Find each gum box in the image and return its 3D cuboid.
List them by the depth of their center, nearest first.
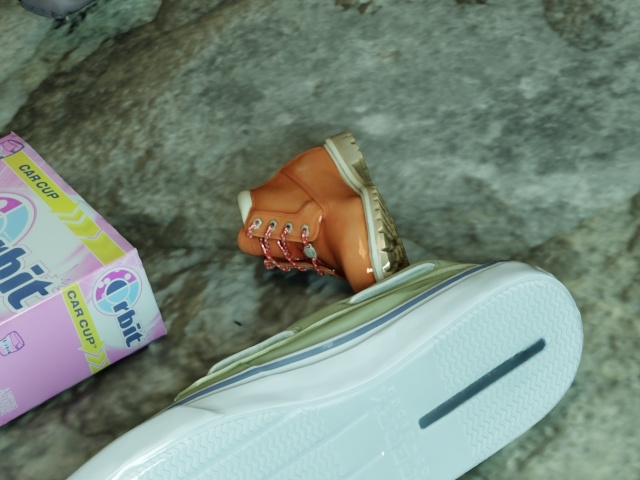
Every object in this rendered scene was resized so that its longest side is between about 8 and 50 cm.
[{"bbox_3d":[-0.181,0.015,1.083,0.107,0.062,0.188,-29,37,-17],"label":"gum box"}]

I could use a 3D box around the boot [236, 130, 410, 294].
[{"bbox_3d":[0.000,0.000,1.040,0.084,0.059,0.158,-22,27,-3],"label":"boot"}]

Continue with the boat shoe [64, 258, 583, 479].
[{"bbox_3d":[-0.012,0.096,0.887,0.302,0.109,0.094,-25,19,-27],"label":"boat shoe"}]

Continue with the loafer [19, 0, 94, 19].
[{"bbox_3d":[-0.163,-0.250,1.442,0.109,0.095,0.302,18,44,-3],"label":"loafer"}]
